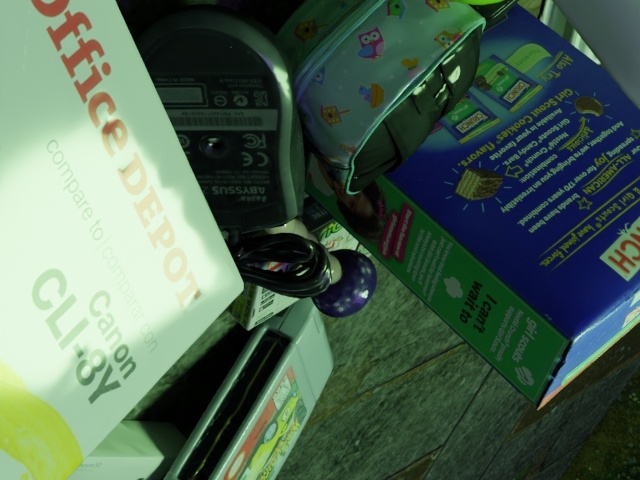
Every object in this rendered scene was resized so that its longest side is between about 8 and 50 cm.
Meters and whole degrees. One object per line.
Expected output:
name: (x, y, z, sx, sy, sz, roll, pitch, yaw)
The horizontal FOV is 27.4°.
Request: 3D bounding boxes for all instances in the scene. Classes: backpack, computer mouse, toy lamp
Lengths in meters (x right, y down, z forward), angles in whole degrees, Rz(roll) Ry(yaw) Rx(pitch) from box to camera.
backpack: (0.043, -0.138, 1.033, 0.166, 0.144, 0.188, -43, -179, -5)
computer mouse: (-0.080, -0.073, 0.984, 0.072, 0.188, 0.272, -83, 176, -46)
toy lamp: (-0.033, -0.012, 1.156, 0.080, 0.080, 0.274, -47, 143, 0)

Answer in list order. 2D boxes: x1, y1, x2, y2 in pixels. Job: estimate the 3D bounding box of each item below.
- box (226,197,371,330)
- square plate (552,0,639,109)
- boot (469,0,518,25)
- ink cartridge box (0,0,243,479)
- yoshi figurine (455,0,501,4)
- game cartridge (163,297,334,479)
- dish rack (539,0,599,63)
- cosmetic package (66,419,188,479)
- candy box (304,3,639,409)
box: (0.000, 0.000, 1.328, 0.207, 0.036, 0.114, -30, 151, -35)
square plate: (0.235, -0.315, 0.872, 0.347, 0.344, 0.049, -40, -178, -17)
boot: (0.169, -0.259, 1.205, 0.121, 0.045, 0.099, -46, 154, -1)
ink cartridge box: (-0.244, 0.033, 0.623, 0.385, 0.160, 0.279, -48, 137, -29)
yoshi figurine: (0.169, -0.294, 0.970, 0.362, 0.203, 0.203, -33, 159, -24)
game cartridge: (-0.076, 0.207, 1.404, 0.294, 0.060, 0.196, -59, 165, -19)
dish rack: (0.372, -0.315, 1.355, 0.285, 0.072, 0.333, -24, 149, -16)
cosmetic package: (-0.215, 0.229, 1.290, 0.099, 0.060, 0.239, -52, 157, 8)
candy box: (0.187, -0.048, 1.216, 0.268, 0.317, 0.122, -34, 153, -28)
